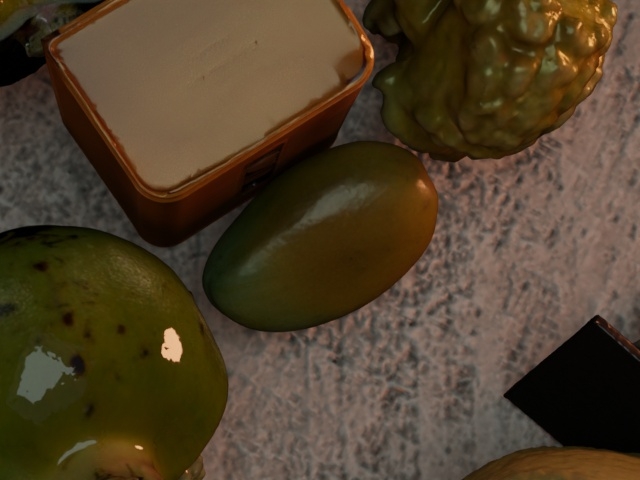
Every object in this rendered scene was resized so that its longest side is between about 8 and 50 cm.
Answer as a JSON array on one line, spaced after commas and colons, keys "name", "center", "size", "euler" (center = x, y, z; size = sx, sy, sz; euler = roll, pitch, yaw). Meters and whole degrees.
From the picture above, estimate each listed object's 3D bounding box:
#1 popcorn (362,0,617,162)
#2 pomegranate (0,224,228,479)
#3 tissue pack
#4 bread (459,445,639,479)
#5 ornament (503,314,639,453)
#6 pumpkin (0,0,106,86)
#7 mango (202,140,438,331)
[{"name": "popcorn", "center": [0.124, -0.160, 1.480], "size": [0.169, 0.189, 0.218], "euler": [47, 37, -27]}, {"name": "pomegranate", "center": [-0.184, 0.124, 1.370], "size": [0.260, 0.341, 0.260], "euler": [-10, 114, -22]}, {"name": "tissue pack", "center": [-0.078, -0.109, 1.419], "size": [0.194, 0.274, 0.145], "euler": [-34, 88, -7]}, {"name": "bread", "center": [0.193, 0.309, 1.412], "size": [0.321, 0.237, 0.320], "euler": [-2, 81, 12]}, {"name": "ornament", "center": [0.285, 0.084, 1.525], "size": [0.166, 0.153, 0.196], "euler": [41, 58, 1]}, {"name": "pumpkin", "center": [-0.268, -0.227, 1.432], "size": [0.293, 0.197, 0.263], "euler": [-22, 83, -27]}, {"name": "mango", "center": [0.000, 0.000, 1.491], "size": [0.195, 0.092, 0.130], "euler": [-25, 126, -14]}]
